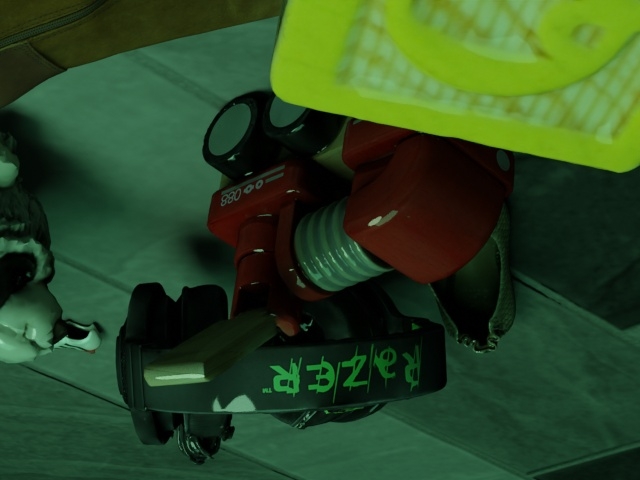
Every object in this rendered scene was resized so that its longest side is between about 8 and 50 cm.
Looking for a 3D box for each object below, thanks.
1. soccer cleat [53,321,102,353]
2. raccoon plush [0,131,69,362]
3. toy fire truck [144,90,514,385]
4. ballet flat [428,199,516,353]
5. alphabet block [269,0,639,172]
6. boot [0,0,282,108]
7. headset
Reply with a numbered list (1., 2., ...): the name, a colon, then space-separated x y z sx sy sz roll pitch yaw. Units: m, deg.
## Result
1. soccer cleat: -0.252 0.092 1.312 0.083 0.029 0.035 2 140 4
2. raccoon plush: -0.408 0.014 0.983 0.446 0.299 0.216 26 160 -17
3. toy fire truck: 0.000 0.000 0.884 0.217 0.246 0.158 -20 139 39
4. ballet flat: 0.112 0.022 1.076 0.084 0.058 0.250 -1 148 14
5. alphabet block: 0.091 -0.175 0.622 0.192 0.197 0.193 11 149 -4
6. boot: -0.136 -0.168 0.702 0.280 0.096 0.264 -18 145 -5
7. headset: -0.054 0.121 1.117 0.243 0.185 0.394 -3 -178 -23
